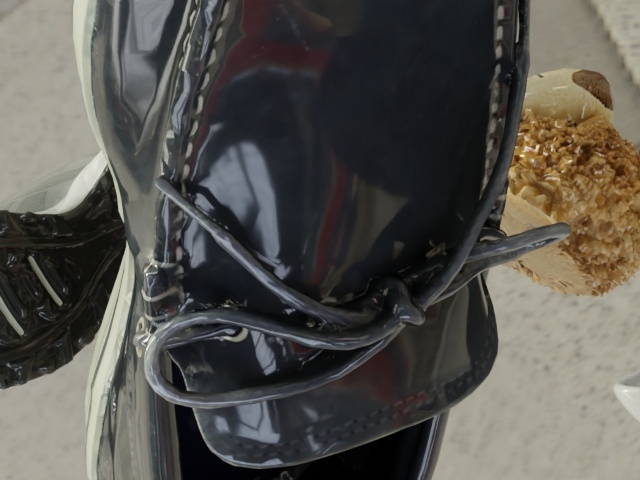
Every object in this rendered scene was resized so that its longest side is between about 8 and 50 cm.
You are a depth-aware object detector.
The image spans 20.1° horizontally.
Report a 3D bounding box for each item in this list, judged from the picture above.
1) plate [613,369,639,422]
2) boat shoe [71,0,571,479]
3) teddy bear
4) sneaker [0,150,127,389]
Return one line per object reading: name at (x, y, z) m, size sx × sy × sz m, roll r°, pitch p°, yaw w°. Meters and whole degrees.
plate at (0.272, 0.046, 0.600) m, size 0.278 × 0.277 × 0.045 m, roll -2°, pitch 94°, yaw 29°
boat shoe at (0.000, 0.000, 0.712) m, size 0.156 × 0.187 × 0.500 m, roll 59°, pitch 151°, yaw 34°
teddy bear at (0.059, -0.068, 1.076) m, size 0.113 × 0.245 × 0.338 m, roll -56°, pitch 28°, yaw -15°
sneaker at (-0.169, 0.018, 1.069) m, size 0.108 × 0.271 × 0.100 m, roll -20°, pitch 101°, yaw 44°
